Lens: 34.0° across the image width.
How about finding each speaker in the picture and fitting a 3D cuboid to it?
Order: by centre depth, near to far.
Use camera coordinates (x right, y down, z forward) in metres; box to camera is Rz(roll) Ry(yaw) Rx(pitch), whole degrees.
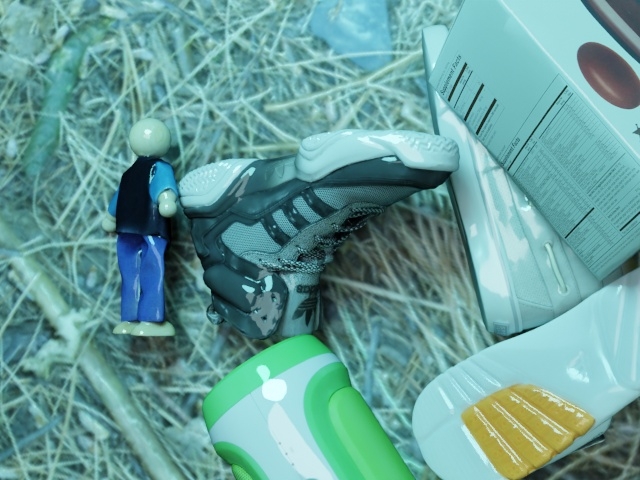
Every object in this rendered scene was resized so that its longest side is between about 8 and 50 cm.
[{"bbox_3d":[0.029,0.222,0.799,0.131,0.131,0.296,-36,73,6],"label":"speaker"}]

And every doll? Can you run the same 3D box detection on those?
[{"bbox_3d":[-0.155,-0.013,0.913,0.129,0.046,0.189,-2,86,55],"label":"doll"}]

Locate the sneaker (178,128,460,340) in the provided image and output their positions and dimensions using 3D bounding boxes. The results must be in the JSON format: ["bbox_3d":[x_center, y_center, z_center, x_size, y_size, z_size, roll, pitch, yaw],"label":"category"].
[{"bbox_3d":[0.000,0.000,0.841,0.268,0.101,0.153,-9,85,38],"label":"sneaker"}]

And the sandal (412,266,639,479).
[{"bbox_3d":[0.194,0.110,0.795,0.265,0.076,0.102,-34,60,22],"label":"sandal"}]

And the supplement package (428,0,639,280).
[{"bbox_3d":[0.225,-0.121,0.745,0.194,0.149,0.203,-35,78,-17],"label":"supplement package"}]

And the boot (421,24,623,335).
[{"bbox_3d":[0.163,-0.060,0.842,0.123,0.095,0.258,-14,83,4],"label":"boot"}]
